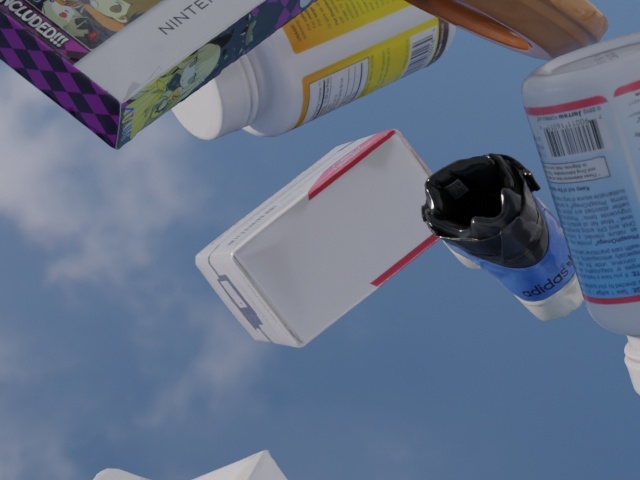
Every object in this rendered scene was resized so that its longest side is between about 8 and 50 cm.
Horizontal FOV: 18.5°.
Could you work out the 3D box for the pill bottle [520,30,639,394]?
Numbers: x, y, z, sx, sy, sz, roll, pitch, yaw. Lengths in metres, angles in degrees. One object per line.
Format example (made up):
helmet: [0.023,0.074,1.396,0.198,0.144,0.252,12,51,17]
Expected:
pill bottle: [0.155,-0.012,0.911,0.087,0.087,0.160,-35,-70,-58]

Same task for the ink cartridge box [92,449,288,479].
ink cartridge box: [-0.037,0.149,0.666,0.143,0.090,0.092,56,-149,-15]

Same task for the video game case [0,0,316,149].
video game case: [-0.118,-0.174,1.020,0.232,0.042,0.210,38,-127,16]

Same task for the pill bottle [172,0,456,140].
pill bottle: [-0.011,-0.151,1.463,0.215,0.117,0.117,-27,-123,-30]

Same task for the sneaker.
sneaker: [0.085,-0.018,1.048,0.084,0.058,0.152,48,-177,-27]

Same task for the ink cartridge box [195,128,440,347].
ink cartridge box: [0.000,0.000,1.662,0.100,0.172,0.237,53,171,-6]

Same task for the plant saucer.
plant saucer: [0.082,-0.162,1.220,0.200,0.037,0.200,26,-179,0]
